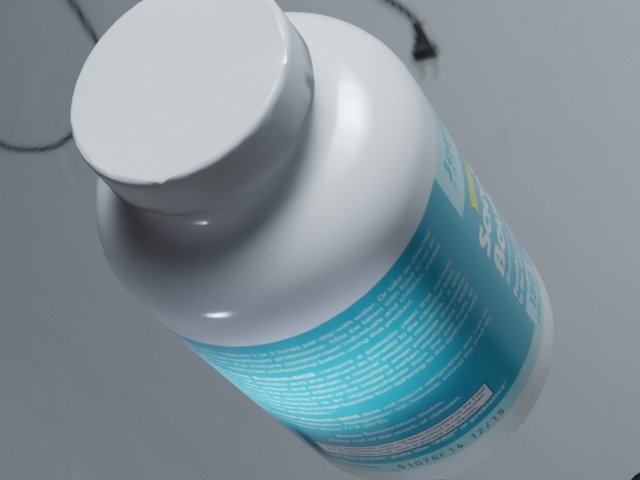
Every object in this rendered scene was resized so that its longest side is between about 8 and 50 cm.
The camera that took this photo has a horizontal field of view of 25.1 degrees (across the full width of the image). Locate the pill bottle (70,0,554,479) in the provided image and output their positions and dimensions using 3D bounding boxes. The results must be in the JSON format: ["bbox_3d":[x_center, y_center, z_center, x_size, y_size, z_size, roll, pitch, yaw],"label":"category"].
[{"bbox_3d":[0.000,0.000,0.629,0.146,0.146,0.264,12,159,31],"label":"pill bottle"}]

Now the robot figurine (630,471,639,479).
[{"bbox_3d":[0.220,0.136,0.472,0.278,0.173,0.209,-24,89,52],"label":"robot figurine"}]
